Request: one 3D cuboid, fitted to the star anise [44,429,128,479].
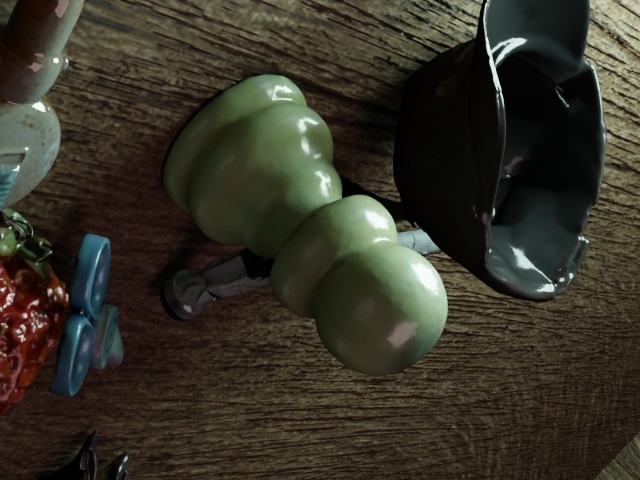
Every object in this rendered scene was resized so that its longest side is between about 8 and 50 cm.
[{"bbox_3d":[-0.271,0.313,1.454,0.272,0.102,0.272,-36,154,-20],"label":"star anise"}]

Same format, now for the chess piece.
[{"bbox_3d":[0.000,0.000,1.171,0.144,0.251,0.144,-32,153,-19],"label":"chess piece"}]

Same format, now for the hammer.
[{"bbox_3d":[0.019,0.015,1.443,0.152,0.044,0.427,-23,173,29],"label":"hammer"}]

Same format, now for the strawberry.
[{"bbox_3d":[-0.281,0.092,1.086,0.236,0.106,0.175,-44,156,4],"label":"strawberry"}]

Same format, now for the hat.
[{"bbox_3d":[0.131,-0.113,1.334,0.238,0.209,0.336,-52,143,-29],"label":"hat"}]

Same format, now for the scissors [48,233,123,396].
[{"bbox_3d":[-0.187,0.078,1.203,0.256,0.030,0.125,98,3,-77],"label":"scissors"}]

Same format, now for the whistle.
[{"bbox_3d":[-0.205,-0.092,0.966,0.107,0.057,0.220,-6,135,-50],"label":"whistle"}]
